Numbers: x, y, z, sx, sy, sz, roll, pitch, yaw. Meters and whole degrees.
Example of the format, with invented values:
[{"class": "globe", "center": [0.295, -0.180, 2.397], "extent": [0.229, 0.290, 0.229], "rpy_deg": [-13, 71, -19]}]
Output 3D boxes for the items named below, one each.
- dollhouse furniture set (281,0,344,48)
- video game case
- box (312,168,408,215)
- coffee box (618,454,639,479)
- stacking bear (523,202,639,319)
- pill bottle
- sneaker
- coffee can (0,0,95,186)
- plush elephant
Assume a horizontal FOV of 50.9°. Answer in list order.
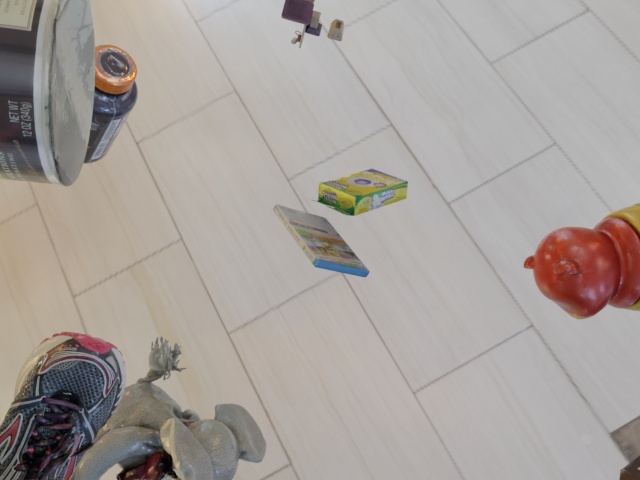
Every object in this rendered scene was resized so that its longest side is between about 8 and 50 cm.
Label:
[{"class": "dollhouse furniture set", "center": [-0.006, -0.339, 0.984], "extent": [0.090, 0.081, 0.115], "rpy_deg": [13, 72, -6]}, {"class": "video game case", "center": [0.000, 0.000, 1.151], "extent": [0.015, 0.119, 0.166], "rpy_deg": [-58, 43, 20]}, {"class": "box", "center": [0.076, -0.096, 1.330], "extent": [0.179, 0.043, 0.105], "rpy_deg": [-22, 34, -39]}, {"class": "coffee box", "center": [0.598, 0.363, 1.002], "extent": [0.297, 0.119, 0.168], "rpy_deg": [-19, 27, -31]}, {"class": "stacking bear", "center": [0.420, 0.030, 0.888], "extent": [0.288, 0.175, 0.165], "rpy_deg": [-6, 100, -12]}, {"class": "pill bottle", "center": [-0.423, -0.258, 1.258], "extent": [0.130, 0.245, 0.131], "rpy_deg": [17, 57, -27]}, {"class": "sneaker", "center": [-0.313, 0.239, 0.765], "extent": [0.120, 0.112, 0.299], "rpy_deg": [25, 102, -20]}, {"class": "coffee can", "center": [-0.367, -0.162, 0.618], "extent": [0.275, 0.201, 0.202], "rpy_deg": [4, 67, -9]}, {"class": "plush elephant", "center": [-0.244, 0.366, 1.138], "extent": [0.255, 0.271, 0.330], "rpy_deg": [30, 100, 31]}]
